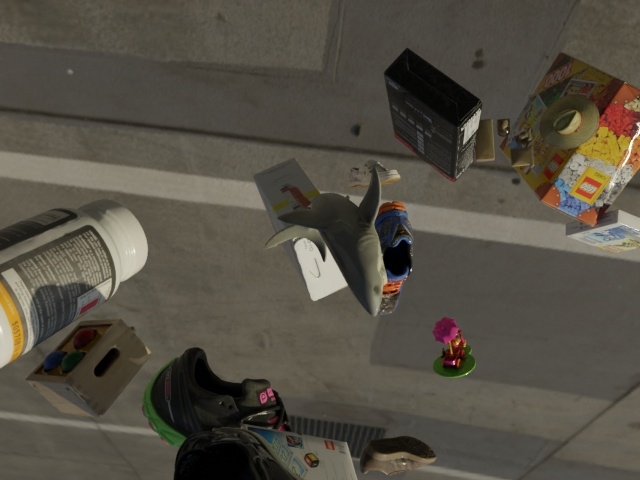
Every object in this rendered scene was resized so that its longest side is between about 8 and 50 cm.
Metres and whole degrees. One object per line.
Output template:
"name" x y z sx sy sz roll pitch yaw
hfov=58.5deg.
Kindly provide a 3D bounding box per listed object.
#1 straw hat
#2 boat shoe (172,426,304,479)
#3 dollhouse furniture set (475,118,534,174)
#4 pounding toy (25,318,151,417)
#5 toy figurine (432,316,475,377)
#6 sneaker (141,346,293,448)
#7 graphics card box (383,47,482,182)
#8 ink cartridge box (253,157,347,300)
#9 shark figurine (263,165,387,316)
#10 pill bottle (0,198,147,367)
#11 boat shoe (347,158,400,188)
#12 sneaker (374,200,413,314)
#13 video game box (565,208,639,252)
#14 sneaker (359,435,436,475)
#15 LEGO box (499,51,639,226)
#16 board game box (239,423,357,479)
"straw hat" 0.618 -0.299 1.433 0.144 0.144 0.061 -20 172 32
"boat shoe" -0.126 0.301 0.714 0.113 0.127 0.340 35 166 -29
"dollhouse furniture set" 0.520 -0.266 1.640 0.151 0.144 0.123 -3 174 13
"pounding toy" -0.385 0.181 0.941 0.206 0.181 0.094 -8 125 39
"toy figurine" 0.400 0.301 1.737 0.130 0.173 0.159 -2 113 32
"sneaker" -0.135 0.387 1.127 0.483 0.202 0.185 34 -179 10
"graphics card box" 0.286 -0.305 1.463 0.233 0.094 0.371 43 179 19
"ink cartridge box" -0.051 -0.040 1.821 0.160 0.384 0.279 -24 133 -8
"shark figurine" -0.008 -0.022 0.749 0.116 0.278 0.166 -3 104 -21
"pill bottle" -0.387 0.047 0.802 0.162 0.278 0.162 11 116 23
"boat shoe" 0.177 -0.238 2.013 0.098 0.096 0.277 -5 -177 -30
"sneaker" 0.109 0.047 0.943 0.083 0.087 0.221 -10 130 -9
"video game box" 0.871 -0.023 1.689 0.205 0.048 0.187 17 164 -20
"sneaker" 0.162 0.468 1.230 0.188 0.066 0.071 17 111 -29
"LEGO box" 0.782 -0.329 1.748 0.193 0.500 0.372 24 115 -9
"board game box" -0.018 0.409 0.801 0.193 0.305 0.053 19 118 -24
